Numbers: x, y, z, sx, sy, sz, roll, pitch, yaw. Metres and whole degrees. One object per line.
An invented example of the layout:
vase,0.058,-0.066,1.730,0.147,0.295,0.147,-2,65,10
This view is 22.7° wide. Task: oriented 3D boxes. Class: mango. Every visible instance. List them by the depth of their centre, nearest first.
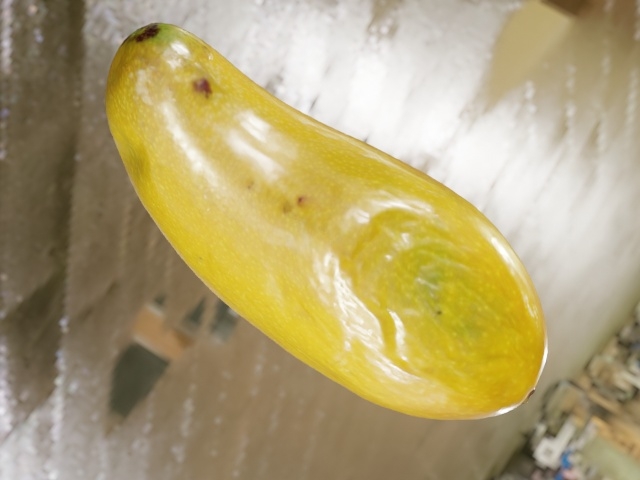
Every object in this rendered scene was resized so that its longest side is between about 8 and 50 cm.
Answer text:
mango,0.000,0.000,0.560,0.075,0.190,0.098,-58,-173,-35
